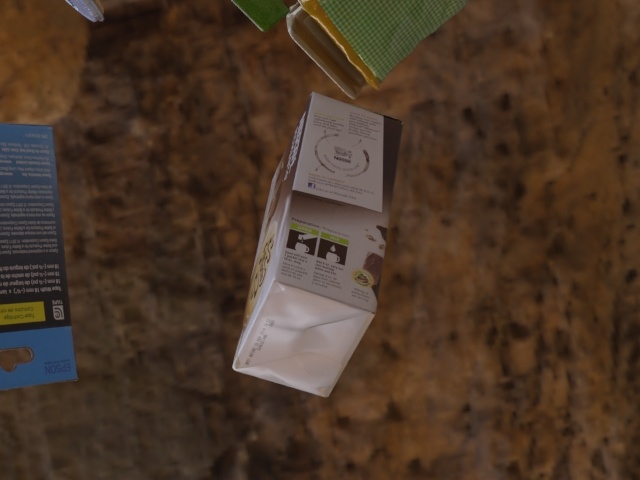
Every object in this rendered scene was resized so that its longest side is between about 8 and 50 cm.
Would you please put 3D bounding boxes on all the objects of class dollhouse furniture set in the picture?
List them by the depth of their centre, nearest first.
[{"bbox_3d":[0.034,-0.300,1.642,0.301,0.197,0.151,43,-165,-28],"label":"dollhouse furniture set"}]

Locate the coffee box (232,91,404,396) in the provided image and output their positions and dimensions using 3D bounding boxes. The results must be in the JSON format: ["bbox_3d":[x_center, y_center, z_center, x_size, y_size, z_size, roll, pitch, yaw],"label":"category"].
[{"bbox_3d":[0.000,0.000,1.562,0.168,0.118,0.297,116,168,-47],"label":"coffee box"}]

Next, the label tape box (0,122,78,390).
[{"bbox_3d":[-0.434,0.022,1.731,0.240,0.105,0.334,-1,-96,-56],"label":"label tape box"}]

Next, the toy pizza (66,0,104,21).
[{"bbox_3d":[-0.301,-0.316,1.500,0.201,0.032,0.201,44,175,5],"label":"toy pizza"}]
